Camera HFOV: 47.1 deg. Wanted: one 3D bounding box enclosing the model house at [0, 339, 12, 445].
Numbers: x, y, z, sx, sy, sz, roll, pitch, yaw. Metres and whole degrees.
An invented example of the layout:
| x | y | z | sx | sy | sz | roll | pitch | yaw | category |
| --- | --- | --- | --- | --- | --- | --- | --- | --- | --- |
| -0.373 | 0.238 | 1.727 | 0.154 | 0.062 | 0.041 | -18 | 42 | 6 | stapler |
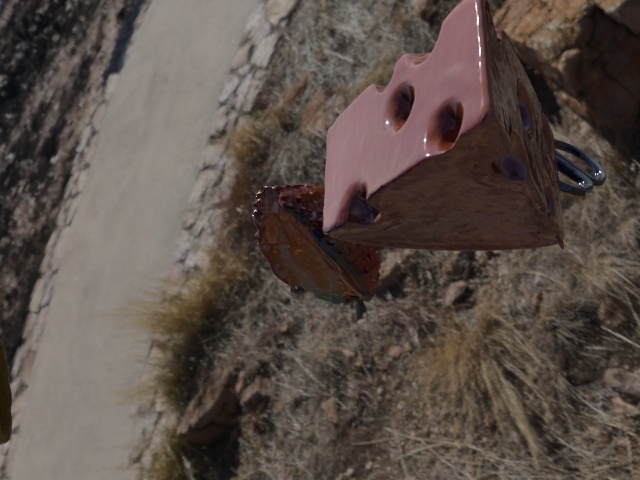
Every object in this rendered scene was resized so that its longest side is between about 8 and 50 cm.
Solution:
| x | y | z | sx | sy | sz | roll | pitch | yaw | category |
| --- | --- | --- | --- | --- | --- | --- | --- | --- | --- |
| -0.326 | 0.181 | 0.546 | 0.173 | 0.268 | 0.239 | 31 | 137 | 24 | model house |

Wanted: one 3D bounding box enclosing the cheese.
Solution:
| x | y | z | sx | sy | sz | roll | pitch | yaw | category |
| --- | --- | --- | --- | --- | --- | --- | --- | --- | --- |
| 0.080 | -0.063 | 0.583 | 0.177 | 0.203 | 0.128 | -13 | 61 | 27 | cheese |

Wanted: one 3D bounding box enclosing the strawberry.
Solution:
| x | y | z | sx | sy | sz | roll | pitch | yaw | category |
| --- | --- | --- | --- | --- | --- | --- | --- | --- | --- |
| 0.001 | 0.002 | 0.814 | 0.085 | 0.192 | 0.140 | -56 | 13 | -29 | strawberry |

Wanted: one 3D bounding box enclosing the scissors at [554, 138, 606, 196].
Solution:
| x | y | z | sx | sy | sz | roll | pitch | yaw | category |
| --- | --- | --- | --- | --- | --- | --- | --- | --- | --- |
| 0.271 | -0.159 | 1.056 | 0.300 | 0.109 | 0.022 | 40 | 135 | 26 | scissors |
